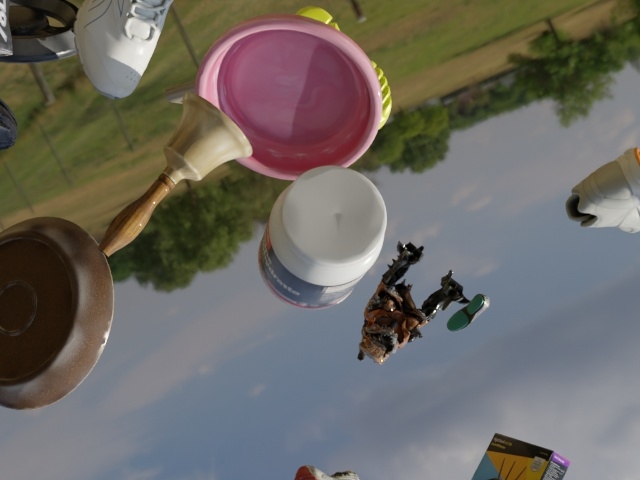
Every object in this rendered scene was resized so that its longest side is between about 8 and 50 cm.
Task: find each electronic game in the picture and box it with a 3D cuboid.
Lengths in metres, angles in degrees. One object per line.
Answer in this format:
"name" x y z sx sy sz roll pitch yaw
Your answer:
"electronic game" -0.460 -0.326 1.410 0.229 0.048 0.229 7 -145 -5

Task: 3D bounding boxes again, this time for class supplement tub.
"supplement tub" 0.000 0.000 1.567 0.191 0.191 0.272 -27 169 -17

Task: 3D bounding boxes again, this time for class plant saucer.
"plant saucer" -0.466 0.108 1.451 0.311 0.310 0.050 -24 159 18
"plant saucer" -0.054 -0.261 1.649 0.332 0.332 0.084 -24 -147 26

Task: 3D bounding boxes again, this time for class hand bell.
"hand bell" -0.220 -0.076 1.275 0.242 0.126 0.126 -49 -169 -14

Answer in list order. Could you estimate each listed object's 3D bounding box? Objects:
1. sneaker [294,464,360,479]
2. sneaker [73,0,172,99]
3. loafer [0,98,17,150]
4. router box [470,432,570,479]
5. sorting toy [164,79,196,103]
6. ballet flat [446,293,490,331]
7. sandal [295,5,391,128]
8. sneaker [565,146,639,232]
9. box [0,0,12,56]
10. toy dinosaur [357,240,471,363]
"sneaker" 0.024 0.480 1.778 0.088 0.225 0.092 -14 -131 30
"sneaker" -0.255 -0.342 1.285 0.111 0.297 0.129 16 173 -40
"loafer" -0.568 -0.192 1.424 0.109 0.095 0.302 -20 159 8
"router box" 0.329 0.408 1.570 0.133 0.046 0.179 -59 -162 -13
"sorting toy" -0.154 -0.314 1.941 0.229 0.041 0.307 7 174 -41
"ballet flat" 0.308 0.151 1.901 0.114 0.041 0.041 -48 172 33
"sandal" 0.036 -0.371 2.016 0.126 0.317 0.138 -41 -160 -11
"sneaker" 0.419 -0.059 1.354 0.121 0.099 0.262 -22 161 13
"box" -0.431 -0.305 0.866 0.296 0.293 0.073 -2 177 21
"toy dinosaur" 0.142 0.121 1.756 0.218 0.164 0.322 -50 -159 17
